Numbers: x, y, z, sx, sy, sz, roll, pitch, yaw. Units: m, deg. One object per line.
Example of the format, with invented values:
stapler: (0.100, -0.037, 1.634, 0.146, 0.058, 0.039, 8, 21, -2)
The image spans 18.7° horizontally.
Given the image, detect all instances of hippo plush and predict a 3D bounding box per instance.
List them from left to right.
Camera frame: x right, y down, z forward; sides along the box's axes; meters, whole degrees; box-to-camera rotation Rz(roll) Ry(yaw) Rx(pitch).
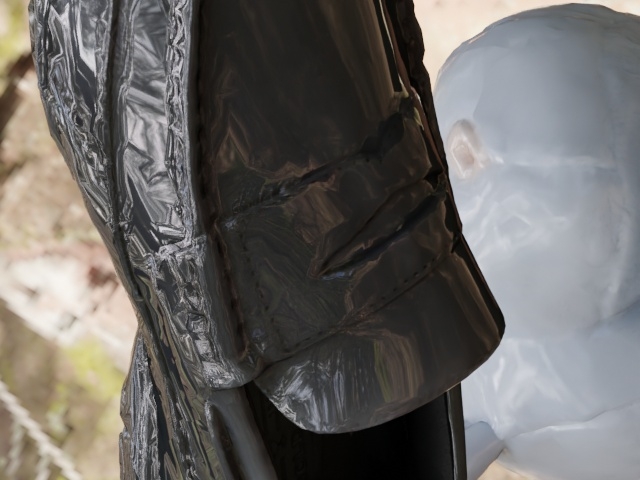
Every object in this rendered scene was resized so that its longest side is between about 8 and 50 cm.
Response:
hippo plush: (0.163, 0.008, 0.669, 0.236, 0.294, 0.234, 6, 35, 32)

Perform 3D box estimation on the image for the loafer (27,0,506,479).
loafer: (0.000, 0.000, 0.359, 0.078, 0.223, 0.076, 25, 46, 31)
